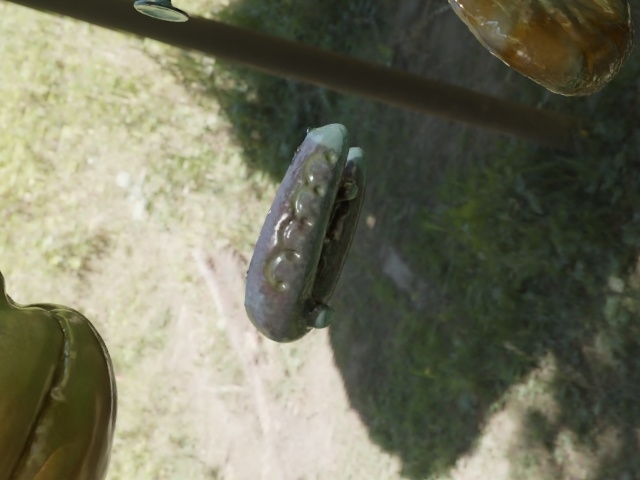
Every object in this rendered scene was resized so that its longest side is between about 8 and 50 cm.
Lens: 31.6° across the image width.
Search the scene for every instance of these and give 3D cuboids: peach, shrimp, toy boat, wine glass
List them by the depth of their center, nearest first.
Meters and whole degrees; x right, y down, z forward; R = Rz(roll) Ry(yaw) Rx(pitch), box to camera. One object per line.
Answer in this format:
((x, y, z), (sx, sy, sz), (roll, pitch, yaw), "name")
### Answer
((-0.190, 0.090, 0.540), (0.184, 0.184, 0.184), (-165, 90, -73), "peach")
((0.120, -0.143, 0.640), (0.053, 0.133, 0.236), (-64, -9, 31), "shrimp")
((0.000, 0.000, 1.163), (0.155, 0.085, 0.227), (45, -114, -73), "toy boat")
((-0.165, -0.333, 1.291), (0.073, 0.073, 0.155), (-177, 96, -73), "wine glass")
